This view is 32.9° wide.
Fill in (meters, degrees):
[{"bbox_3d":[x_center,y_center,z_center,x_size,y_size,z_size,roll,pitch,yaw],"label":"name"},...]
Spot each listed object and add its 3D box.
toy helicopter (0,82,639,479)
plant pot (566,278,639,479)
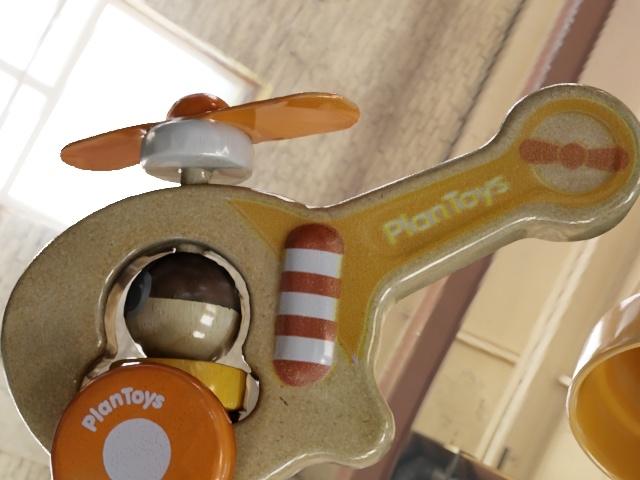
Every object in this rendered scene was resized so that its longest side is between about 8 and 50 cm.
[{"bbox_3d":[0.000,0.000,0.576,0.355,0.140,0.235,-24,-108,-3],"label":"toy helicopter"},{"bbox_3d":[0.308,0.077,0.815,0.205,0.205,0.188,-21,-152,43],"label":"plant pot"}]
